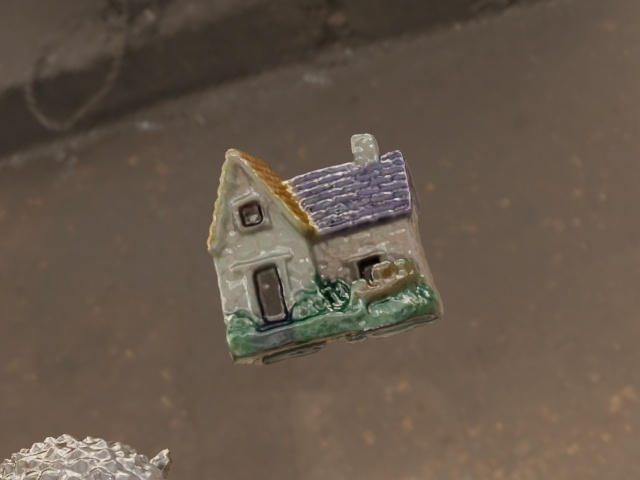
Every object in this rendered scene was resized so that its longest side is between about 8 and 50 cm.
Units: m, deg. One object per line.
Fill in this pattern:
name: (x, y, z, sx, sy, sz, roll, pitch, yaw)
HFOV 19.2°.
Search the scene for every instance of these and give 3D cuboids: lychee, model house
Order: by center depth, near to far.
model house: (0.000, 0.000, 0.889, 0.100, 0.088, 0.100, -13, 83, 8)
lychee: (-0.140, 0.197, 1.143, 0.165, 0.165, 0.197, 3, 28, 43)
